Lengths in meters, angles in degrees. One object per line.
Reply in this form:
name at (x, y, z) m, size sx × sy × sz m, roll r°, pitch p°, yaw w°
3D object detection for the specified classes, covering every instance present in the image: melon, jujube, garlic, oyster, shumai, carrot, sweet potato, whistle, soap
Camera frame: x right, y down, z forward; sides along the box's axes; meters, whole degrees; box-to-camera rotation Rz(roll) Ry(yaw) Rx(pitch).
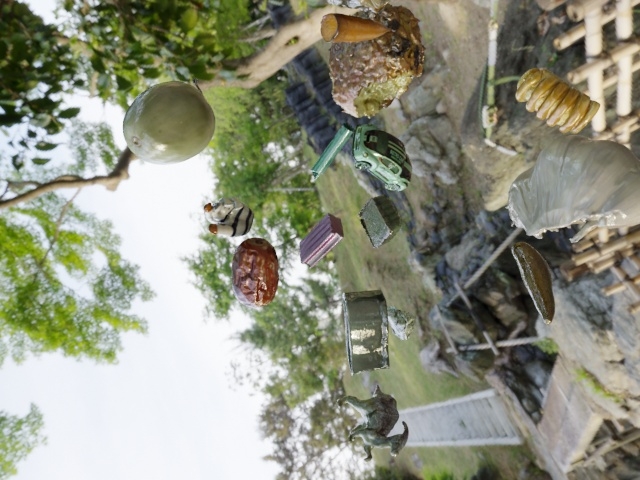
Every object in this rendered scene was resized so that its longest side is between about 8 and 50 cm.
melon at (-0.479, -0.373, 1.586) m, size 0.271 × 0.307 × 0.272 m, roll 40°, pitch 142°, yaw 41°
jujube at (-0.231, 0.116, 1.748) m, size 0.174 × 0.173 × 0.251 m, roll -105°, pitch 20°, yaw -63°
garlic at (0.398, -0.089, 0.769) m, size 0.229 × 0.177 × 0.143 m, roll 6°, pitch 115°, yaw 47°
oyster at (0.238, 0.244, 1.511) m, size 0.125 × 0.064 × 0.177 m, roll 56°, pitch 171°, yaw -26°
shumai at (0.115, -0.673, 1.318) m, size 0.120 × 0.201 × 0.201 m, roll 48°, pitch -166°, yaw -42°
carrot at (0.101, -0.556, 1.295) m, size 0.072 × 0.204 × 0.072 m, roll 31°, pitch 128°, yaw 50°
sweet potato at (0.556, 0.098, 1.260) m, size 0.244 × 0.077 × 0.077 m, roll -96°, pitch -20°, yaw -44°
whistle at (0.029, -0.244, 1.373) m, size 0.039 × 0.186 × 0.039 m, roll 23°, pitch -141°, yaw -20°
soap at (0.000, 0.000, 1.914) m, size 0.065 × 0.203 × 0.122 m, roll 27°, pitch -144°, yaw -29°

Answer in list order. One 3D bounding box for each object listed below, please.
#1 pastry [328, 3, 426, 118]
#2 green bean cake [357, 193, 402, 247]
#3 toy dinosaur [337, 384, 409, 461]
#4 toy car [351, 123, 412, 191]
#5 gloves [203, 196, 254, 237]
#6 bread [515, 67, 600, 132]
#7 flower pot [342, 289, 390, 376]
pastry at (0.186, -0.639, 1.712) m, size 0.405 × 0.292 × 0.338 m, roll 141°, pitch 116°, yaw -63°
green bean cake at (0.254, -0.082, 2.085) m, size 0.182 × 0.094 × 0.173 m, roll 62°, pitch 152°, yaw 18°
toy dinosaur at (0.148, 0.502, 1.369) m, size 0.077 × 0.162 × 0.294 m, roll 62°, pitch -179°, yaw -28°
toy car at (0.225, -0.274, 1.644) m, size 0.305 × 0.125 × 0.136 m, roll 26°, pitch -115°, yaw -41°
gloves at (-0.327, -0.092, 1.715) m, size 0.218 × 0.140 × 0.131 m, roll 27°, pitch -166°, yaw -49°
bread at (0.900, -0.536, 1.924) m, size 0.311 × 0.121 × 0.173 m, roll 38°, pitch 157°, yaw 14°
flower pot at (0.122, 0.246, 1.311) m, size 0.103 × 0.108 × 0.230 m, roll -100°, pitch 3°, yaw -66°
